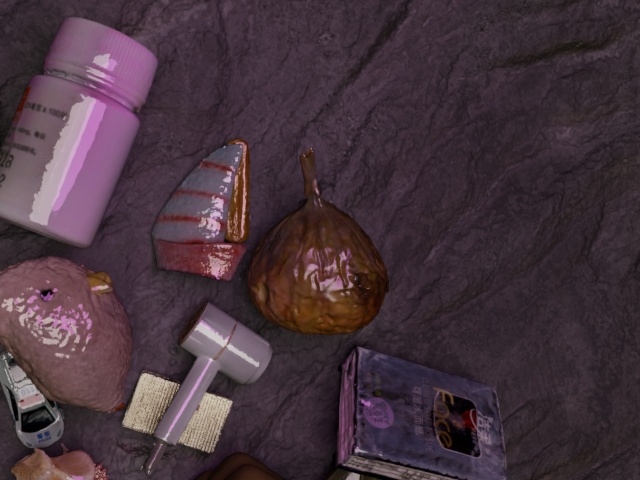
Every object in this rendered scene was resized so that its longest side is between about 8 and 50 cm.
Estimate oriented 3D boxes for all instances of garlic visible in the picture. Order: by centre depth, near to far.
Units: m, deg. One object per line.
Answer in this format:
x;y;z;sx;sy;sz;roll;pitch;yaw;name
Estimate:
-0.513;0.460;1.573;0.174;0.099;0.124;-38;74;12;garlic

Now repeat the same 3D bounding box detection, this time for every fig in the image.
0.000;0.000;1.607;0.286;0.286;0.369;-8;119;-17;fig

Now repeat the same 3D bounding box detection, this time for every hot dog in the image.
-0.178;-0.102;1.714;0.066;0.047;0.216;-1;90;-3;hot dog

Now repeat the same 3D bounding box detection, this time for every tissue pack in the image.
0.210;0.390;1.741;0.361;0.122;0.259;19;47;-14;tissue pack

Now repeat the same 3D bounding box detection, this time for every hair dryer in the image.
-0.247;0.310;1.623;0.173;0.107;0.357;35;66;-11;hair dryer

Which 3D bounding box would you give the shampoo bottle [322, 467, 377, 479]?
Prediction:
0.027;0.572;1.746;0.125;0.084;0.350;36;79;-8;shampoo bottle

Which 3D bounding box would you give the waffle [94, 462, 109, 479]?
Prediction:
-0.457;0.477;1.630;0.083;0.029;0.075;-17;95;-19;waffle

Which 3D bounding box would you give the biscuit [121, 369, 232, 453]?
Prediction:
-0.289;0.346;1.677;0.199;0.040;0.121;22;84;-13;biscuit

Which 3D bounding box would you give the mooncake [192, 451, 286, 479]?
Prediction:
-0.193;0.579;1.537;0.200;0.378;0.378;42;78;-8;mooncake

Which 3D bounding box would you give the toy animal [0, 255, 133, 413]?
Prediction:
-0.458;0.171;1.540;0.226;0.188;0.359;-53;128;-39;toy animal

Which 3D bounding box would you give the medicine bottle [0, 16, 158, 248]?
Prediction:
-0.461;-0.197;1.539;0.219;0.219;0.389;22;84;-15;medicine bottle

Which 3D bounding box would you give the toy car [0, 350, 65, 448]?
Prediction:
-0.555;0.301;1.589;0.095;0.056;0.205;-17;93;-17;toy car

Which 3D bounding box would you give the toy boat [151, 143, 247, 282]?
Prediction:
-0.232;-0.066;1.665;0.206;0.096;0.283;10;84;15;toy boat
